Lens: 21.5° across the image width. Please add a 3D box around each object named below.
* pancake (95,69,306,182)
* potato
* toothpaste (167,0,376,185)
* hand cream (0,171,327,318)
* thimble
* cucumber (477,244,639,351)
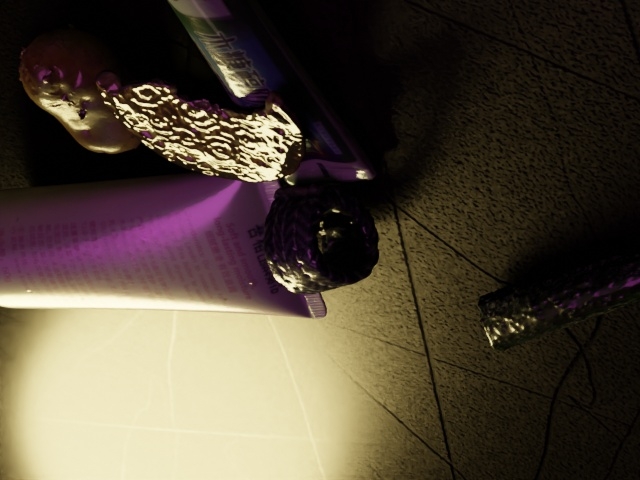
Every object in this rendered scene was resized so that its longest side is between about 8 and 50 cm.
[{"bbox_3d":[-0.103,-0.106,1.446,0.190,0.020,0.184,26,154,-8],"label":"pancake"},{"bbox_3d":[-0.211,-0.137,1.516,0.092,0.070,0.138,-17,136,27],"label":"potato"},{"bbox_3d":[-0.079,-0.181,1.381,0.099,0.061,0.392,-3,135,37],"label":"toothpaste"},{"bbox_3d":[-0.177,0.003,1.633,0.359,0.118,0.185,-1,125,26],"label":"hand cream"},{"bbox_3d":[0.001,0.002,1.500,0.066,0.095,0.104,-6,140,38],"label":"thimble"},{"bbox_3d":[0.220,0.047,1.439,0.058,0.052,0.215,29,147,-30],"label":"cucumber"}]
